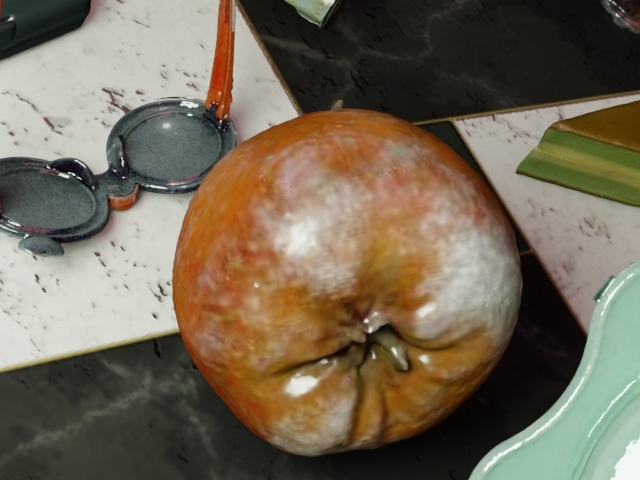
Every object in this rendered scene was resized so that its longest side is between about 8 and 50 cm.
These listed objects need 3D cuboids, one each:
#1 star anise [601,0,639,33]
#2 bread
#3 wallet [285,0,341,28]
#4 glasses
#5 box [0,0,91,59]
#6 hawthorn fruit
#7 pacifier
[{"bbox_3d":[0.271,-0.330,1.458,0.212,0.129,0.283,23,38,-18],"label":"star anise"},{"bbox_3d":[0.248,-0.094,1.283,0.139,0.074,0.084,13,50,-16],"label":"bread"},{"bbox_3d":[-0.083,-0.349,1.315,0.309,0.077,0.223,32,49,-3],"label":"wallet"},{"bbox_3d":[-0.139,-0.136,0.991,0.234,0.268,0.118,-26,50,-37],"label":"glasses"},{"bbox_3d":[-0.305,-0.196,1.092,0.160,0.050,0.230,46,47,13],"label":"box"},{"bbox_3d":[0.006,0.029,0.975,0.235,0.263,0.231,-19,98,-26],"label":"hawthorn fruit"},{"bbox_3d":[0.256,0.156,0.990,0.288,0.343,0.269,37,9,-6],"label":"pacifier"}]
